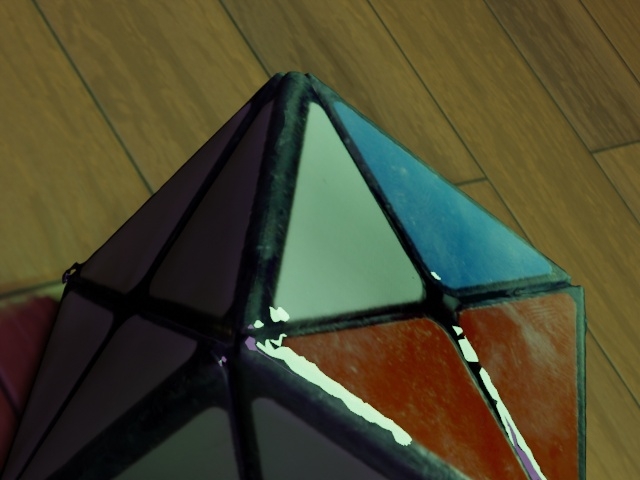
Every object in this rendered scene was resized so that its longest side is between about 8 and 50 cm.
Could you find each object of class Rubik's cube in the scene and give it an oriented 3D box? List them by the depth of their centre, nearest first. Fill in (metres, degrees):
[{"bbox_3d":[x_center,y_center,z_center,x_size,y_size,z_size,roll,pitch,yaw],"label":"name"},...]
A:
[{"bbox_3d":[-0.016,0.127,1.044,0.305,0.310,0.307,36,37,-21],"label":"Rubik's cube"}]
